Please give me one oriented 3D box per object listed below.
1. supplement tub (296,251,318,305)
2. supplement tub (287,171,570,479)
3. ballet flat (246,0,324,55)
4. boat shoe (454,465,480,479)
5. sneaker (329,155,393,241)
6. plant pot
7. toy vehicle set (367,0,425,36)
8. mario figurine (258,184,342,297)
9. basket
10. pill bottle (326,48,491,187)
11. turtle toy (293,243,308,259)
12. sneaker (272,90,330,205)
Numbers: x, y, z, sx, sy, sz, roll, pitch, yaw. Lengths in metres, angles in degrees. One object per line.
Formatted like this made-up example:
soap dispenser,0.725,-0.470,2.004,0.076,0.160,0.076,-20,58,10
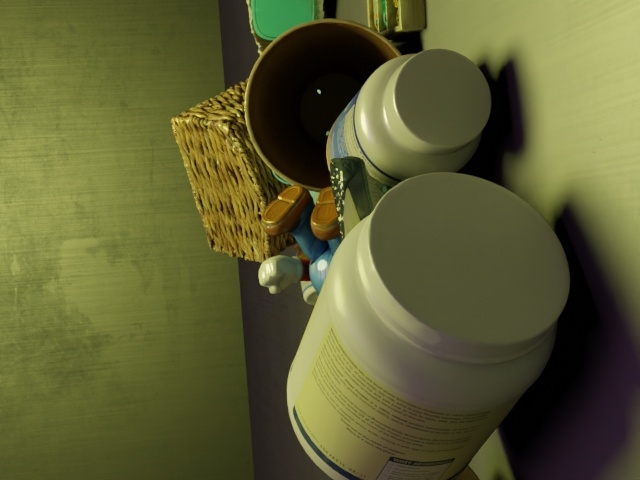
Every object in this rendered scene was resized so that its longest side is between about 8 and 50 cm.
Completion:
supplement tub,-0.008,0.070,1.984,0.071,0.071,0.107,102,160,-53
supplement tub,0.104,0.107,1.043,0.325,0.235,0.235,110,153,-51
ballet flat,-0.055,-0.384,1.873,0.147,0.147,0.409,-113,17,-57
boat shoe,0.198,0.344,1.067,0.110,0.121,0.341,-51,29,18
sneaker,0.097,-0.019,1.164,0.283,0.122,0.110,54,-157,-53
plant pot,0.020,-0.198,1.474,0.254,0.237,0.237,-69,-23,-82
toy vehicle set,0.099,-0.421,1.387,0.166,0.035,0.267,-159,65,-76
mario figurine,0.034,0.080,1.393,0.320,0.170,0.198,58,174,-37
basket,-0.104,-0.137,1.859,0.213,0.223,0.299,11,124,44
pill bottle,0.105,-0.133,1.188,0.272,0.152,0.152,141,123,-75
turtle toy,0.000,0.000,1.926,0.095,0.066,0.130,-64,21,15
sneaker,-0.012,-0.167,1.713,0.135,0.150,0.366,101,164,-47
